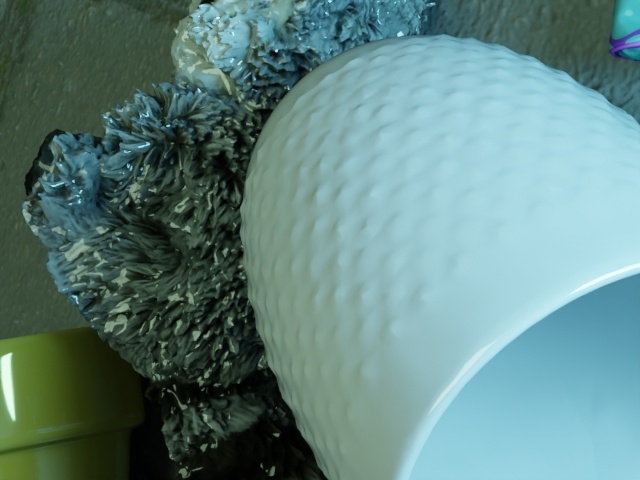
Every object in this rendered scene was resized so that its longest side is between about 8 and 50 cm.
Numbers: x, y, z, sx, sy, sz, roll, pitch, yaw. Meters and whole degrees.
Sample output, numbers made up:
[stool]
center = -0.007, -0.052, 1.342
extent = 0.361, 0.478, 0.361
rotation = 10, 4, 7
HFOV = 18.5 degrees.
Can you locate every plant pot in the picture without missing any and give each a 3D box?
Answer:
[plant pot]
center = -0.251, 0.203, 1.540
extent = 0.254, 0.254, 0.239
rotation = -16, 83, 44

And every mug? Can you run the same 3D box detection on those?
[mug]
center = 0.093, 0.068, 1.201
extent = 0.328, 0.276, 0.374
rotation = -125, 31, -47

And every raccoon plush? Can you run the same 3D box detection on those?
[raccoon plush]
center = 0.000, 0.000, 1.415
extent = 0.299, 0.216, 0.446
rotation = -34, 84, 20

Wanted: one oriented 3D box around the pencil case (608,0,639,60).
[pencil case]
center = 0.225, -0.187, 1.250
extent = 0.070, 0.064, 0.151
rotation = 172, 109, -72
